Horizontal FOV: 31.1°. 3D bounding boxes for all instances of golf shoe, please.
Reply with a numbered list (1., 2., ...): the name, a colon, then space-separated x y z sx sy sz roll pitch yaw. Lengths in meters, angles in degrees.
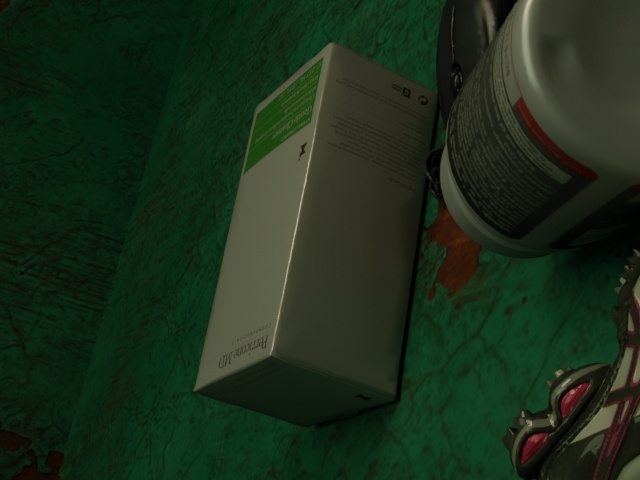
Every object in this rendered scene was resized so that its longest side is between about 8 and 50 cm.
1. golf shoe: 0.235 0.078 0.729 0.120 0.105 0.273 49 119 42

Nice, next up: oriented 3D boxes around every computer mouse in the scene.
1. computer mouse: 0.160 -0.189 1.148 0.188 0.072 0.272 -30 44 60

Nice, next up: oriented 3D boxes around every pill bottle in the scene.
1. pill bottle: 0.178 -0.083 0.805 0.283 0.161 0.161 118 168 -76

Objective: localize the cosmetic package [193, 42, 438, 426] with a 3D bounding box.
1. cosmetic package: 0.000 0.000 1.254 0.197 0.155 0.366 -32 41 54
